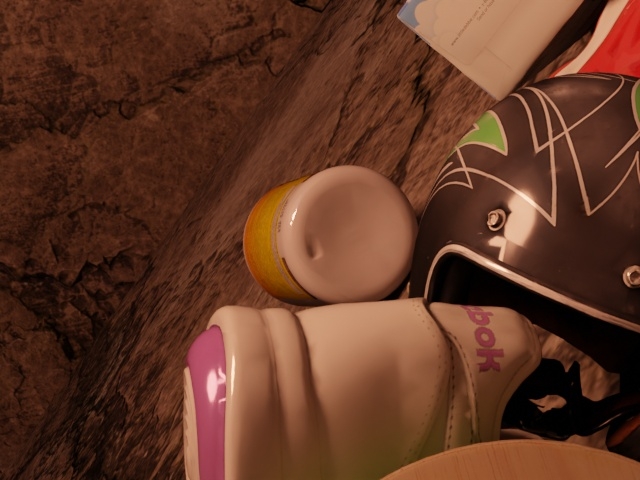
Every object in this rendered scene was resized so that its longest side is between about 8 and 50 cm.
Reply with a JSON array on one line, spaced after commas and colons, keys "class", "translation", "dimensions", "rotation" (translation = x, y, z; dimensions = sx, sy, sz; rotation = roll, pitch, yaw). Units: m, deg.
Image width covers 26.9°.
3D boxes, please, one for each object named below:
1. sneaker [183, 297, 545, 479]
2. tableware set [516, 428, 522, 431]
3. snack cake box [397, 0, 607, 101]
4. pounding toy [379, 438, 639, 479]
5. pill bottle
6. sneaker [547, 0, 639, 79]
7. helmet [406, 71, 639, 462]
[{"class": "sneaker", "translation": [0.034, 0.158, 0.528], "dimensions": [0.114, 0.152, 0.305], "rotation": [-113, 16, -58]}, {"class": "tableware set", "translation": [0.071, 0.167, 0.659], "dimensions": [0.128, 0.039, 0.194], "rotation": [-56, 12, 8]}, {"class": "snack cake box", "translation": [0.167, -0.200, 0.890], "dimensions": [0.152, 0.089, 0.264], "rotation": [-53, -7, 28]}, {"class": "pounding toy", "translation": [0.057, 0.191, 0.429], "dimensions": [0.110, 0.183, 0.237], "rotation": [89, -158, -64]}, {"class": "pill bottle", "translation": [0.000, 0.000, 1.178], "dimensions": [0.117, 0.117, 0.215], "rotation": [-60, 12, -10]}, {"class": "sneaker", "translation": [0.187, -0.083, 0.722], "dimensions": [0.221, 0.087, 0.128], "rotation": [-67, 17, -12]}, {"class": "helmet", "translation": [0.119, 0.006, 0.581], "dimensions": [0.169, 0.169, 0.161], "rotation": [-73, 2, -51]}]
